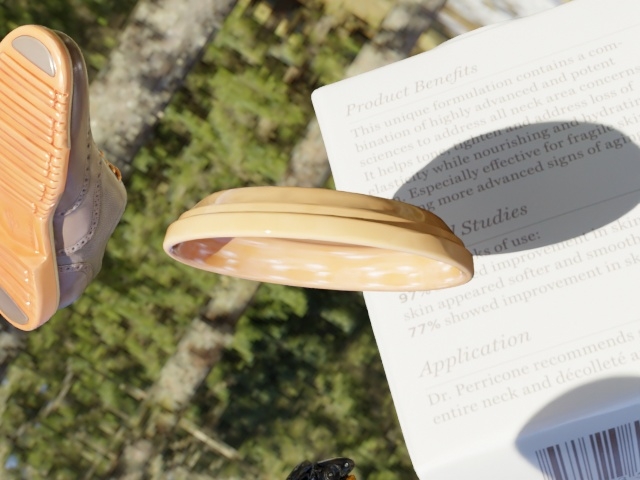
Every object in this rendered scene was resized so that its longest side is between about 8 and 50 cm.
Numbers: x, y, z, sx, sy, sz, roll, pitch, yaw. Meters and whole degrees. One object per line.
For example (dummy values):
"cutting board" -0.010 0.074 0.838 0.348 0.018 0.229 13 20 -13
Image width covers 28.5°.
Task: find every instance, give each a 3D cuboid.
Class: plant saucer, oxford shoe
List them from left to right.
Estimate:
"oxford shoe" -0.266 -0.073 1.263 0.130 0.363 0.133 40 -132 21
"plant saucer" 0.000 0.000 0.812 0.200 0.037 0.200 5 169 1

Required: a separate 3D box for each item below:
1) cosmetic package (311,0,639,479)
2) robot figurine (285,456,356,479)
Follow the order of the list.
"cosmetic package" 0.221 0.045 1.141 0.327 0.330 0.393 61 -167 -55
"robot figurine" -0.028 0.408 1.596 0.211 0.291 0.085 59 152 -8
